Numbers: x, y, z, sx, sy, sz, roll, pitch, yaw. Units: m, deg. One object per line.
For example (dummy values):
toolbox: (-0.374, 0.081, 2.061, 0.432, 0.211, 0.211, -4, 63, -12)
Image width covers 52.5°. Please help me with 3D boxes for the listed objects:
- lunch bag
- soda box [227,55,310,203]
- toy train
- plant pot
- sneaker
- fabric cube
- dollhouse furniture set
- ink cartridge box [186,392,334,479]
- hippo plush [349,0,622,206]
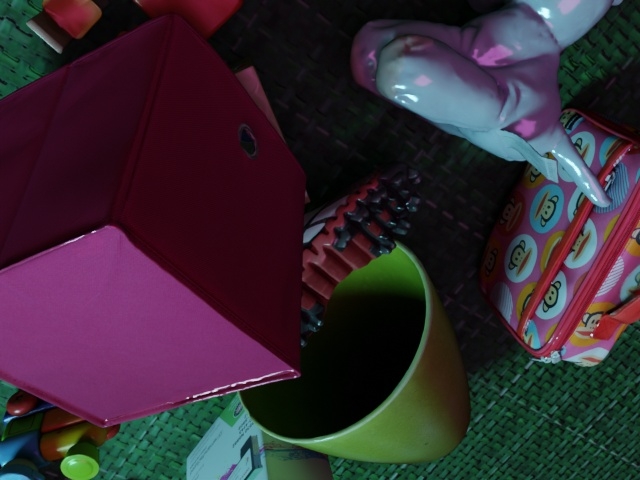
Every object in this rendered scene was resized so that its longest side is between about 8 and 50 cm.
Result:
lunch bag: (0.328, 0.004, 0.800, 0.120, 0.258, 0.293, 14, 113, -17)
soda box: (-0.074, -0.120, 0.775, 0.061, 0.058, 0.181, -23, 118, 1)
toy train: (-0.307, 0.257, 0.874, 0.247, 0.143, 0.105, -15, 119, -3)
plant pot: (0.084, 0.181, 0.866, 0.274, 0.275, 0.293, -37, 131, 9)
sneaker: (0.000, 0.000, 0.782, 0.276, 0.135, 0.097, -47, 134, -1)
fabric cube: (-0.180, -0.007, 0.630, 0.259, 0.258, 0.254, -19, 137, 22)
dollhouse furniture set: (-0.191, -0.298, 0.617, 0.262, 0.135, 0.259, -42, 116, 11)
ink cartridge box: (-0.087, 0.352, 0.888, 0.117, 0.278, 0.201, 30, 107, -23)
hippo plush: (0.183, -0.221, 0.664, 0.234, 0.294, 0.237, 16, 106, -41)
